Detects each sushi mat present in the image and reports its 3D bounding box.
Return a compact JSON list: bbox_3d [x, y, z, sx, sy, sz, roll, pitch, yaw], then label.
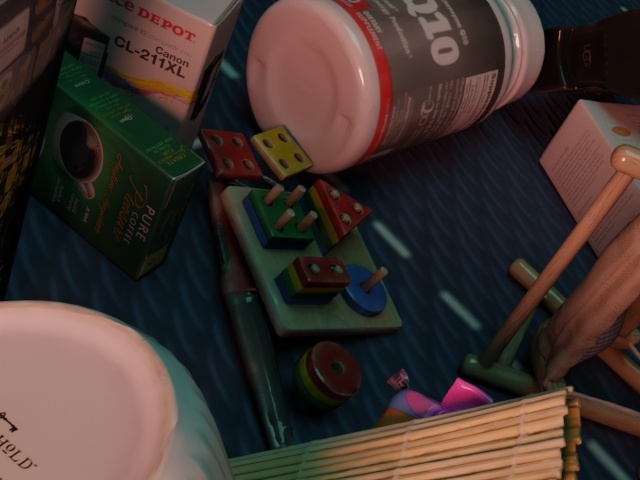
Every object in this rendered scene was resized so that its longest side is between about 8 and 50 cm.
[{"bbox_3d":[-0.025,0.156,0.495,0.019,0.316,0.151,58,34,-22],"label":"sushi mat"}]

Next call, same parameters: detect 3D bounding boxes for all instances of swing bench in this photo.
[{"bbox_3d":[0.291,0.050,0.770,0.254,0.253,0.165,32,42,6],"label":"swing bench"}]

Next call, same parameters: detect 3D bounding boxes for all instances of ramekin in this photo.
[{"bbox_3d":[-0.127,0.115,0.380,0.207,0.109,0.207,-3,35,2],"label":"ramekin"}]

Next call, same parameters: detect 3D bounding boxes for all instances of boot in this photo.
[{"bbox_3d":[0.361,-0.195,1.076,0.229,0.091,0.263,-5,12,-44],"label":"boot"}]

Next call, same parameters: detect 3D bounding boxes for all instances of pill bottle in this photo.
[{"bbox_3d":[0.082,-0.172,0.954,0.283,0.161,0.161,-22,61,-40],"label":"pill bottle"}]

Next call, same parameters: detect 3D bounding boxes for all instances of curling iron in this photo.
[{"bbox_3d":[-0.048,0.040,0.767,0.068,0.035,0.274,7,45,-21],"label":"curling iron"}]

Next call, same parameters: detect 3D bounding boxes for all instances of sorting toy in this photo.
[{"bbox_3d":[0.000,0.000,0.788,0.132,0.046,0.275,4,52,-44],"label":"sorting toy"}]

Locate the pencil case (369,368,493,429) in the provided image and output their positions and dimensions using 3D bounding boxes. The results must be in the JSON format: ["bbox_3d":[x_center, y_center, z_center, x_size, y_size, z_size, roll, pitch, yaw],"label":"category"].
[{"bbox_3d":[0.014,0.185,0.541,0.104,0.104,0.236,37,71,11],"label":"pencil case"}]

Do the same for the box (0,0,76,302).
[{"bbox_3d":[-0.259,0.049,0.437,0.097,0.318,0.395,26,41,0],"label":"box"}]

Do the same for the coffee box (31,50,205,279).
[{"bbox_3d":[-0.180,-0.067,0.751,0.184,0.113,0.040,37,39,13],"label":"coffee box"}]

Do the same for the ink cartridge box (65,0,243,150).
[{"bbox_3d":[-0.151,-0.147,0.796,0.127,0.175,0.072,26,41,0],"label":"ink cartridge box"}]

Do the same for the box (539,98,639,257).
[{"bbox_3d":[0.330,-0.053,1.015,0.130,0.091,0.170,0,48,-26],"label":"box"}]
